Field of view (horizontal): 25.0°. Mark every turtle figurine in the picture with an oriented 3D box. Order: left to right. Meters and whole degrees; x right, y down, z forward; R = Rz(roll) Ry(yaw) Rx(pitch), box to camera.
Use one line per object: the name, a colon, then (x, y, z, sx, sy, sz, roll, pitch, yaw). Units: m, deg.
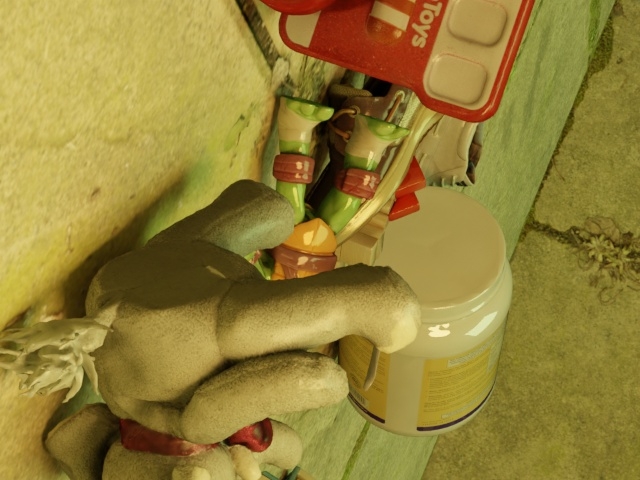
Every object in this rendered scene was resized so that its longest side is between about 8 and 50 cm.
turtle figurine: (0.000, 0.000, 1.472, 0.274, 0.197, 0.266, -18, 123, -76)

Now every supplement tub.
supplement tub: (0.144, 0.103, 2.042, 0.331, 0.241, 0.241, 91, 25, -54)

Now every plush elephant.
plush elephant: (-0.097, 0.140, 1.202, 0.330, 0.272, 0.255, -22, 123, -32)

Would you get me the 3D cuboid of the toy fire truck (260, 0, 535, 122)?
toy fire truck: (0.089, -0.280, 1.288, 0.169, 0.253, 0.302, 6, 104, -75)

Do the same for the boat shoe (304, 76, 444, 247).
boat shoe: (0.053, -0.138, 1.668, 0.342, 0.123, 0.123, -53, -160, -2)

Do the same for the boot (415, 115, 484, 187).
boot: (0.158, -0.090, 2.054, 0.095, 0.123, 0.258, -47, 153, -56)

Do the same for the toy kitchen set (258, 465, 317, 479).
toy kitchen set: (-0.045, 0.359, 2.028, 0.166, 0.122, 0.207, -59, -178, -37)

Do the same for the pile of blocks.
pile of blocks: (0.095, -0.113, 1.822, 0.149, 0.112, 0.362, -21, 130, -71)
